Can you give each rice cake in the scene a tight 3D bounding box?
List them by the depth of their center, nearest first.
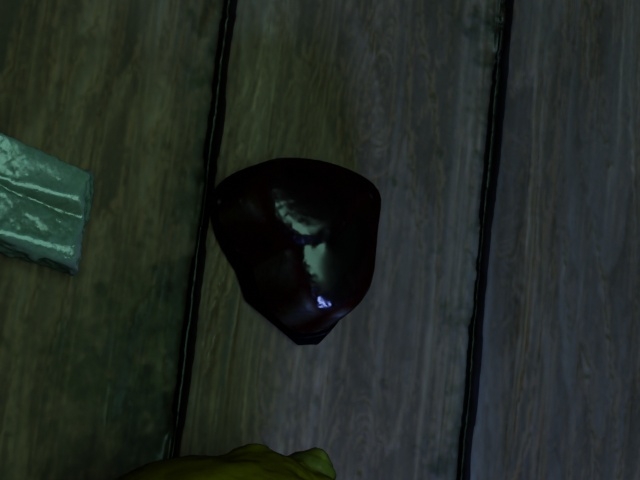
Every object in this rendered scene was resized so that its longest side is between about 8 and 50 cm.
[{"bbox_3d":[-0.262,-0.050,1.013,0.226,0.040,0.085,23,74,-20],"label":"rice cake"}]

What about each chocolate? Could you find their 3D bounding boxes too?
[{"bbox_3d":[0.000,0.000,1.106,0.125,0.080,0.148,-26,93,-25],"label":"chocolate"}]

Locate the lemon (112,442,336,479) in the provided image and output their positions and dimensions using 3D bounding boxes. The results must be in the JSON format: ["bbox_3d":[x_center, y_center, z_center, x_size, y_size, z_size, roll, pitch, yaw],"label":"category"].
[{"bbox_3d":[-0.096,0.285,0.931,0.285,0.285,0.316,10,59,-23],"label":"lemon"}]
